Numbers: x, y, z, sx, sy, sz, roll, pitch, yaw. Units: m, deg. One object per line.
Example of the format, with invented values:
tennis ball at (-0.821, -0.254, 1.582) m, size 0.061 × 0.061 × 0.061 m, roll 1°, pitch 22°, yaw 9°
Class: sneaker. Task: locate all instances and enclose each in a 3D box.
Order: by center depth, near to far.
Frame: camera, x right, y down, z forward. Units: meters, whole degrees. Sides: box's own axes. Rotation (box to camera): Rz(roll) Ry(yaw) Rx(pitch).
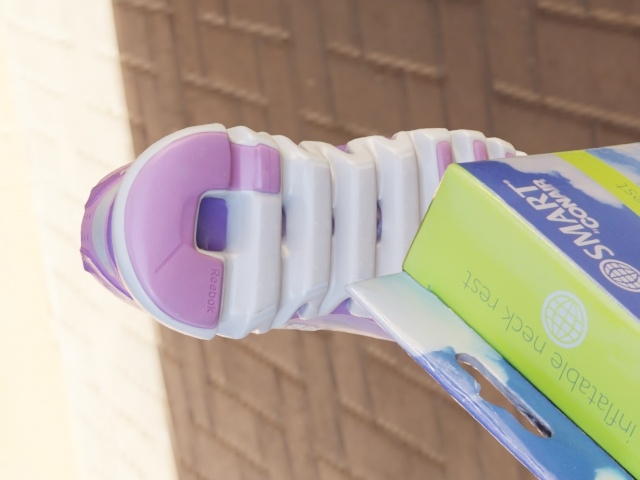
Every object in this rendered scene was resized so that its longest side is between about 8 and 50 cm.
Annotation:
sneaker at (0.000, 0.000, 0.832) m, size 0.104 × 0.236 × 0.095 m, roll -4°, pitch 82°, yaw 55°

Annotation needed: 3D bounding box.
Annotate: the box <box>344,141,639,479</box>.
box at (0.107, 0.017, 0.545) m, size 0.109 × 0.178 × 0.042 m, roll 43°, pitch 125°, yaw 33°
